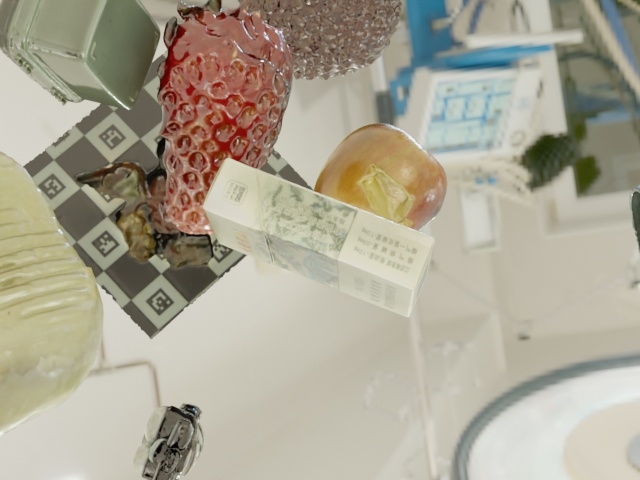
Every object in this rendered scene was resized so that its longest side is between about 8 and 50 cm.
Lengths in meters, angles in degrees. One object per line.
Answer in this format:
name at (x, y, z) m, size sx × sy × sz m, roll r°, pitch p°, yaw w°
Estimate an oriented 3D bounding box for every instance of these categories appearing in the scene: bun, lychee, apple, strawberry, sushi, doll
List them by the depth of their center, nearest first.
bun at (-0.395, 0.061, 1.269) m, size 0.361 × 0.361 × 0.213 m, roll -7°, pitch 151°, yaw -45°
doll at (-0.161, 0.221, 1.395) m, size 0.067 × 0.091 × 0.219 m, roll 25°, pitch 176°, yaw -2°
strawberry at (-0.111, -0.161, 1.607) m, size 0.150 × 0.280 × 0.253 m, roll 7°, pitch 160°, yaw 11°
apple at (0.081, -0.078, 1.895) m, size 0.199 × 0.199 × 0.199 m, roll -8°, pitch 179°, yaw 0°
sushi at (-0.250, -0.075, 2.048) m, size 0.359 × 0.343 × 0.064 m, roll -42°, pitch 172°, yaw -15°
lychee at (0.003, -0.446, 2.403) m, size 0.330 × 0.306 × 0.306 m, roll -19°, pitch -179°, yaw -13°

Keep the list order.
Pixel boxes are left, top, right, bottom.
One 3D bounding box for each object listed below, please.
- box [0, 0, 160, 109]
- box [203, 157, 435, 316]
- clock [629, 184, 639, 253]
box at (-0.288, -0.247, 1.541) m, size 0.129 × 0.148 × 0.210 m, roll 17°, pitch 170°, yaw 13°
box at (0.000, 0.000, 1.501) m, size 0.256 × 0.069 × 0.164 m, roll 21°, pitch 167°, yaw 7°
clock at (0.419, 0.030, 1.513) m, size 0.041 × 0.215 × 0.215 m, roll -19°, pitch 178°, yaw 3°
